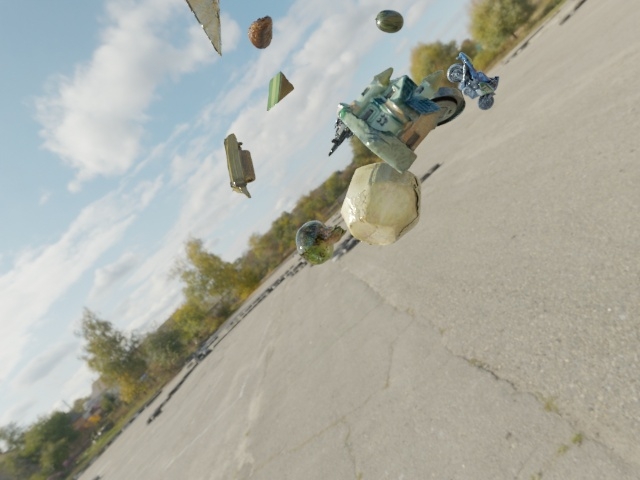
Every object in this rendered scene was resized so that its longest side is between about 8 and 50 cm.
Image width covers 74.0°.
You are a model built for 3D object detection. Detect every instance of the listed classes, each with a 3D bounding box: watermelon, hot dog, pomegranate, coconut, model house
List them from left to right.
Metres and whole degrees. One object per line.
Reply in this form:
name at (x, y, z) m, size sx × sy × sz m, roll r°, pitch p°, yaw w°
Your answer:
hot dog at (-0.337, -1.208, 2.453) m, size 0.160 × 0.099 × 0.227 m, roll -39°, pitch 1°, yaw -17°
pomegranate at (0.005, -0.006, 2.201) m, size 0.276 × 0.222 × 0.204 m, roll -31°, pitch 9°, yaw 4°
watermelon at (0.117, -0.574, 1.900) m, size 0.092 × 0.084 × 0.072 m, roll -102°, pitch 19°, yaw -59°
coconut at (0.260, -0.169, 1.794) m, size 0.352 × 0.352 × 0.352 m, roll -44°, pitch 2°, yaw 2°
watermelon at (0.255, -0.814, 1.576) m, size 0.078 × 0.110 × 0.078 m, roll -172°, pitch 90°, yaw -82°
model house at (0.258, -0.437, 1.365) m, size 0.325 × 0.267 × 0.194 m, roll -47°, pitch -43°, yaw 16°

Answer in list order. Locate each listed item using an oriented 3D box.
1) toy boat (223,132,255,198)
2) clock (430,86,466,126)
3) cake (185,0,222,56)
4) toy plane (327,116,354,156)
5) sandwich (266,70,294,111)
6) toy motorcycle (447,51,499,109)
toy boat at (-0.359, -0.337, 1.912) m, size 0.115 × 0.310 × 0.089 m, roll -11°, pitch -16°, yaw -2°
clock at (0.436, -0.499, 1.605) m, size 0.214 × 0.042 × 0.215 m, roll -8°, pitch -17°, yaw -2°
cake at (-0.382, -0.717, 1.372) m, size 0.086 × 0.116 × 0.221 m, roll -108°, pitch 19°, yaw -73°
toy plane at (0.101, -0.530, 2.126) m, size 0.246 × 0.169 × 0.078 m, roll -53°, pitch -34°, yaw 4°
sandwich at (-0.155, -0.498, 1.418) m, size 0.074 × 0.074 × 0.116 m, roll -22°, pitch 25°, yaw 45°
toy motorcycle at (0.638, -0.654, 1.739) m, size 0.135 × 0.254 × 0.092 m, roll -47°, pitch 15°, yaw 28°
